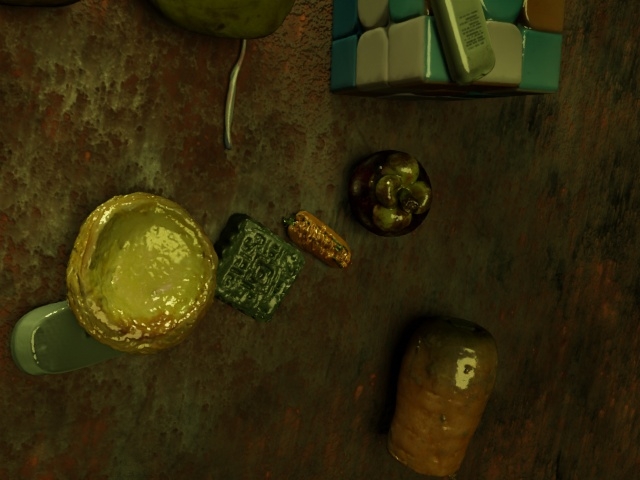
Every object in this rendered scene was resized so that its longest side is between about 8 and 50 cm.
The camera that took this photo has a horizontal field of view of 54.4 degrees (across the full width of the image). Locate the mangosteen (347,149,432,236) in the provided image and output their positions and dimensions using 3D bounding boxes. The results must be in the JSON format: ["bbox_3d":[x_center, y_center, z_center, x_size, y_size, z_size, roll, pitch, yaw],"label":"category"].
[{"bbox_3d":[0.163,-0.097,1.336,0.192,0.217,0.192,-4,101,-21],"label":"mangosteen"}]

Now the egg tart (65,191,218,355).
[{"bbox_3d":[-0.327,0.064,1.130,0.294,0.123,0.294,11,71,-35],"label":"egg tart"}]

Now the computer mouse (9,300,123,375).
[{"bbox_3d":[-0.444,0.168,1.136,0.231,0.079,0.128,-10,100,-43],"label":"computer mouse"}]

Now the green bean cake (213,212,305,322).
[{"bbox_3d":[-0.137,0.057,1.268,0.173,0.094,0.181,36,81,-28],"label":"green bean cake"}]

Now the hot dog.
[{"bbox_3d":[0.000,0.000,1.354,0.188,0.055,0.072,36,82,-29],"label":"hot dog"}]

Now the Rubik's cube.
[{"bbox_3d":[0.245,-0.465,1.248,0.344,0.347,0.346,-3,98,-29],"label":"Rubik's cube"}]

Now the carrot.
[{"bbox_3d":[0.288,0.357,1.473,0.224,0.224,0.340,10,98,-29],"label":"carrot"}]

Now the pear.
[{"bbox_3d":[-0.184,-0.490,1.076,0.321,0.269,0.269,44,77,-13],"label":"pear"}]

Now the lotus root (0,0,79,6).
[{"bbox_3d":[-0.464,-0.459,0.984,0.314,0.141,0.169,-5,104,-29],"label":"lotus root"}]

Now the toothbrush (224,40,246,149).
[{"bbox_3d":[-0.169,-0.315,1.234,0.027,0.021,0.269,6,95,-16],"label":"toothbrush"}]

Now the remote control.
[{"bbox_3d":[0.218,-0.412,1.025,0.090,0.038,0.309,-28,109,-18],"label":"remote control"}]
